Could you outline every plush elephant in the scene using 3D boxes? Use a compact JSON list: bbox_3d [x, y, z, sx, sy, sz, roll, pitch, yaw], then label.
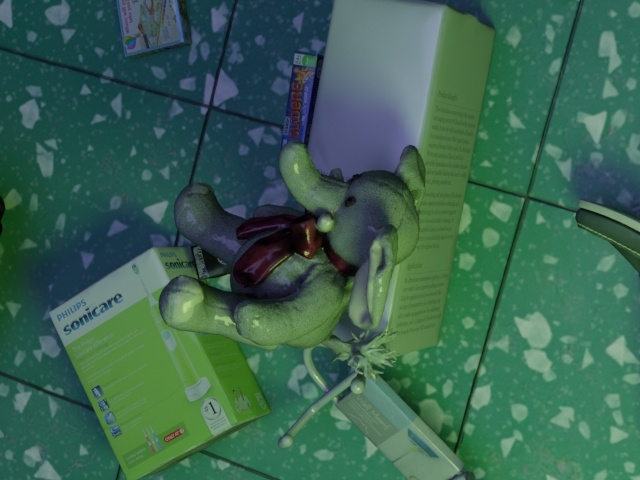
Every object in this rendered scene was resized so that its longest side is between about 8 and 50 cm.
[{"bbox_3d":[0.000,0.000,1.634,0.330,0.272,0.255,28,118,-9],"label":"plush elephant"}]

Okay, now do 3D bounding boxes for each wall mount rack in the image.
[{"bbox_3d":[0.093,0.273,1.825,0.350,0.130,0.304,45,147,1],"label":"wall mount rack"}]

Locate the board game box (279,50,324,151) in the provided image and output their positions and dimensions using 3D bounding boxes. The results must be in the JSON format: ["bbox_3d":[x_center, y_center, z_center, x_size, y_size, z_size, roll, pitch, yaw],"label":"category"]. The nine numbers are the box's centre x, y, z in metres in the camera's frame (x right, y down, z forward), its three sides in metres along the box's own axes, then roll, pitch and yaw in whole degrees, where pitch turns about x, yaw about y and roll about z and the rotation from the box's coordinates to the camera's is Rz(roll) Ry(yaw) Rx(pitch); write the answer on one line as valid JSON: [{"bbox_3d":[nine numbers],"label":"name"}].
[{"bbox_3d":[0.010,-0.180,1.897,0.035,0.201,0.136,11,95,22],"label":"board game box"}]

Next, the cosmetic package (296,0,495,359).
[{"bbox_3d":[0.090,-0.085,1.852,0.162,0.230,0.453,13,95,22],"label":"cosmetic package"}]

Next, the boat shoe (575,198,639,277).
[{"bbox_3d":[0.452,0.053,1.768,0.319,0.116,0.099,31,101,13],"label":"boat shoe"}]

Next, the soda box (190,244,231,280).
[{"bbox_3d":[-0.099,0.011,2.022,0.169,0.060,0.053,-15,86,21],"label":"soda box"}]

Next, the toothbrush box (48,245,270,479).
[{"bbox_3d":[-0.236,0.178,2.049,0.206,0.122,0.283,-32,80,20],"label":"toothbrush box"}]

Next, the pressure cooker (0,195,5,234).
[{"bbox_3d":[-0.681,0.000,2.093,0.370,0.375,0.420,31,103,22],"label":"pressure cooker"}]

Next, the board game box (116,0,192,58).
[{"bbox_3d":[-0.255,-0.360,2.097,0.103,0.026,0.154,-10,87,22],"label":"board game box"}]
